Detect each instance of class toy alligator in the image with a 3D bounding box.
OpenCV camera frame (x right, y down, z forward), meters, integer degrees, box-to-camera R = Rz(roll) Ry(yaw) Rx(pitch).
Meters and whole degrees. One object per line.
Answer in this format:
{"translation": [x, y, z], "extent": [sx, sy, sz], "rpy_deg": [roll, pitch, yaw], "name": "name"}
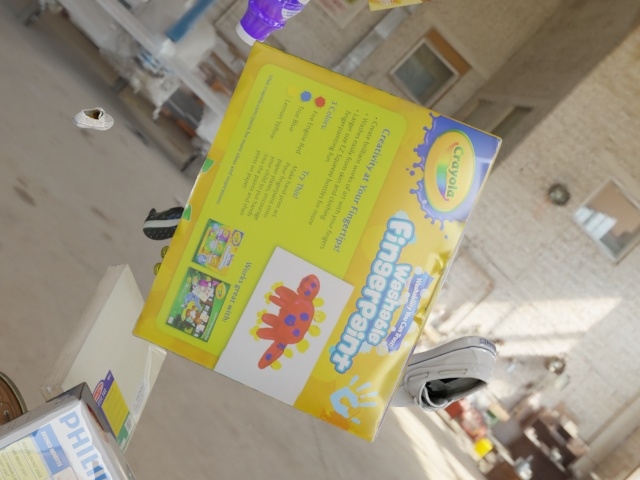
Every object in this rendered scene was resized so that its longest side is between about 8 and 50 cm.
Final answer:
{"translation": [-0.315, 0.074, 1.860], "extent": [0.056, 0.190, 0.051], "rpy_deg": [8, -23, 28], "name": "toy alligator"}

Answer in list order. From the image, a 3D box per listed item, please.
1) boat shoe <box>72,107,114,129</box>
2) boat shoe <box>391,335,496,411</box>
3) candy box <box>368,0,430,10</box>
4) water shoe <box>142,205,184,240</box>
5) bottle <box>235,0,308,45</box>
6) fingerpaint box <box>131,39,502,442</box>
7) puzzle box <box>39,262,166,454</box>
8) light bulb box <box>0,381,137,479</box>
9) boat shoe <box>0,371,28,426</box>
{"translation": [-0.413, -0.229, 1.652], "extent": [0.035, 0.035, 0.100], "rpy_deg": [57, 26, 14], "name": "boat shoe"}
{"translation": [0.181, 0.236, 1.469], "extent": [0.095, 0.258, 0.084], "rpy_deg": [30, 49, -19], "name": "boat shoe"}
{"translation": [0.168, -0.465, 1.531], "extent": [0.053, 0.186, 0.109], "rpy_deg": [-58, 140, -55], "name": "candy box"}
{"translation": [-0.321, -0.051, 2.102], "extent": [0.073, 0.203, 0.080], "rpy_deg": [75, 17, -51], "name": "water shoe"}
{"translation": [-0.070, -0.522, 1.846], "extent": [0.092, 0.283, 0.118], "rpy_deg": [55, 32, 13], "name": "bottle"}
{"translation": [0.000, 0.000, 1.279], "extent": [0.371, 0.445, 0.163], "rpy_deg": [22, 1, 8], "name": "fingerpaint box"}
{"translation": [-0.448, 0.272, 1.896], "extent": [0.409, 0.052, 0.272], "rpy_deg": [-76, 155, -56], "name": "puzzle box"}
{"translation": [-0.474, 0.479, 1.466], "extent": [0.358, 0.361, 0.225], "rpy_deg": [64, -11, -5], "name": "light bulb box"}
{"translation": [-0.831, 0.479, 2.364], "extent": [0.307, 0.104, 0.111], "rpy_deg": [48, -41, 26], "name": "boat shoe"}
